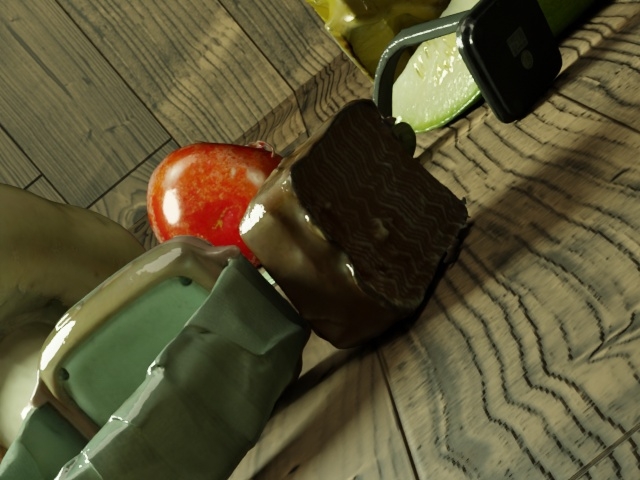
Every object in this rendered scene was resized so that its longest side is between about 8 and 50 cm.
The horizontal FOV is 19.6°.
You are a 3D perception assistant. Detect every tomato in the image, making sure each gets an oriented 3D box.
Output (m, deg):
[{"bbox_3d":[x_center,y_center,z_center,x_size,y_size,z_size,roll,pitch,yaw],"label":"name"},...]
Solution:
[{"bbox_3d":[-0.105,-0.033,2.113,0.187,0.151,0.187,-5,-16,-1],"label":"tomato"}]

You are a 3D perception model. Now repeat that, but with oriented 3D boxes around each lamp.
[{"bbox_3d":[0.088,-0.125,1.798,0.283,0.124,0.203,-30,14,49],"label":"lamp"}]

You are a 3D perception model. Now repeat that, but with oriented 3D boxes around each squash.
[{"bbox_3d":[0.173,-0.225,1.947,0.289,0.111,0.203,-36,-29,3],"label":"squash"}]

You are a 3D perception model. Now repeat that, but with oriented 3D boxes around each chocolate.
[{"bbox_3d":[0.023,-0.010,1.431,0.093,0.148,0.214,-41,5,32],"label":"chocolate"}]

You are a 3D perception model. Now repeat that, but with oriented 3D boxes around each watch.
[{"bbox_3d":[-0.136,0.137,1.363,0.253,0.162,0.241,-39,15,17],"label":"watch"}]

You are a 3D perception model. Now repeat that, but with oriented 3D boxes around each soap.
[{"bbox_3d":[0.139,-0.313,2.066,0.304,0.169,0.339,-41,-18,5],"label":"soap"}]

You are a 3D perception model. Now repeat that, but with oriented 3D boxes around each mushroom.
[{"bbox_3d":[-0.284,0.094,1.660,0.353,0.353,0.325,-32,26,42],"label":"mushroom"}]

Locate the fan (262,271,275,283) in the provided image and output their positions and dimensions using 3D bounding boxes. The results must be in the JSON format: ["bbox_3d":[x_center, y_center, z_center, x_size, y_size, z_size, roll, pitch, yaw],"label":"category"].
[{"bbox_3d":[0.000,0.000,1.932,0.240,0.009,0.131,-34,8,35],"label":"fan"}]
